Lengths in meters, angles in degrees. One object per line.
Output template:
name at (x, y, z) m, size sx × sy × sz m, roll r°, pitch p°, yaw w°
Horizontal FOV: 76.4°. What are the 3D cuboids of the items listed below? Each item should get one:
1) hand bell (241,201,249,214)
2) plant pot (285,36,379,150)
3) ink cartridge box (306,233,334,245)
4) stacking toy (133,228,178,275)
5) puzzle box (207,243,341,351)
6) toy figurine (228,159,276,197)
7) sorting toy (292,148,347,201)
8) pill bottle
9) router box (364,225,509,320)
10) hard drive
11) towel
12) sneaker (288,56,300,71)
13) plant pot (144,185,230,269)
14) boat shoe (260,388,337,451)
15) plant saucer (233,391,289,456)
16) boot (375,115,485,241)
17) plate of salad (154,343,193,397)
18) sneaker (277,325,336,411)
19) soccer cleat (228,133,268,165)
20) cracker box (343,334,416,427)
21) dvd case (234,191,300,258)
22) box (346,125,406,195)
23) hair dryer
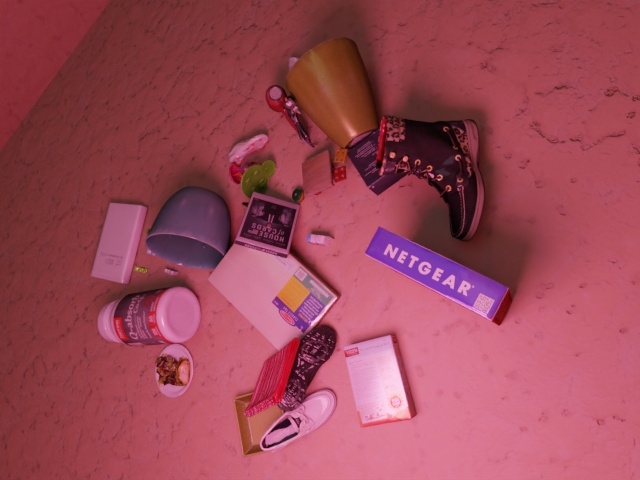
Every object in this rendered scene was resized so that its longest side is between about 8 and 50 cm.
hand bell at (-0.267, -0.008, 1.518) m, size 0.126 × 0.126 × 0.242 m, roll 27°, pitch 104°, yaw 30°
plant pot at (0.071, -0.462, 1.369) m, size 0.274 × 0.274 × 0.294 m, roll -30°, pitch 83°, yaw 18°
ink cartridge box at (0.000, 0.000, 1.391) m, size 0.083 × 0.048 × 0.028 m, roll 7°, pitch 81°, yaw 29°
stacking toy at (-0.629, 0.047, 1.609) m, size 0.052 × 0.221 × 0.167 m, roll 16°, pitch 90°, yaw 26°
puzzle box at (-0.166, 0.162, 1.387) m, size 0.409 × 0.052 × 0.272 m, roll 41°, pitch 98°, yaw 16°
toy figurine at (-0.282, -0.264, 1.576) m, size 0.159 × 0.130 × 0.173 m, roll 28°, pitch 70°, yaw 39°
sorting toy at (0.005, -0.231, 1.421) m, size 0.274 × 0.046 × 0.133 m, roll -18°, pitch 71°, yaw 42°
pill bottle at (-0.664, 0.299, 1.569) m, size 0.362 × 0.210 × 0.211 m, roll -11°, pitch 73°, yaw 25°
router box at (0.315, 0.097, 1.062) m, size 0.335 × 0.301 × 0.082 m, roll 28°, pitch 91°, yaw 30°
hard drive at (-0.927, 0.007, 1.868) m, size 0.232 × 0.047 × 0.354 m, roll 6°, pitch 82°, yaw 28°
towel at (-0.152, 0.423, 1.250) m, size 0.275 × 0.031 × 0.199 m, roll -47°, pitch 18°, yaw 48°
sneaker at (-0.059, -0.683, 1.590) m, size 0.152 × 0.053 × 0.061 m, roll 10°, pitch 98°, yaw 31°
plant pot at (-0.471, -0.058, 1.522) m, size 0.292 × 0.293 × 0.235 m, roll -6°, pitch 60°, yaw 26°
boat shoe at (-0.069, 0.550, 1.241) m, size 0.267 × 0.088 × 0.096 m, roll -31°, pitch 70°, yaw -2°
plant saucer at (-0.188, 0.594, 1.347) m, size 0.188 × 0.045 × 0.189 m, roll -23°, pitch 69°, yaw 21°
boot at (0.306, -0.190, 1.158) m, size 0.283 × 0.138 × 0.378 m, roll 7°, pitch 75°, yaw -6°
plate of salad at (-0.573, 0.501, 1.566) m, size 0.199 × 0.048 × 0.200 m, roll -6°, pitch 76°, yaw 26°
sneaker at (-0.051, 0.396, 1.289) m, size 0.109 × 0.130 × 0.286 m, roll 35°, pitch 71°, yaw 7°
soccer cleat at (-0.295, -0.377, 1.626) m, size 0.196 × 0.068 × 0.076 m, roll -31°, pitch 63°, yaw 21°
cracker box at (0.172, 0.409, 1.195) m, size 0.155 × 0.067 × 0.233 m, roll -19°, pitch 71°, yaw 21°
dvd case at (-0.175, -0.058, 1.392) m, size 0.179 × 0.030 × 0.239 m, roll 16°, pitch 47°, yaw -6°
box at (0.196, -0.260, 1.327) m, size 0.156 × 0.093 × 0.158 m, roll -35°, pitch 64°, yaw 16°
hair dryer at (-0.129, -0.463, 1.503) m, size 0.080 × 0.224 × 0.294 m, roll -28°, pitch 43°, yaw -2°
